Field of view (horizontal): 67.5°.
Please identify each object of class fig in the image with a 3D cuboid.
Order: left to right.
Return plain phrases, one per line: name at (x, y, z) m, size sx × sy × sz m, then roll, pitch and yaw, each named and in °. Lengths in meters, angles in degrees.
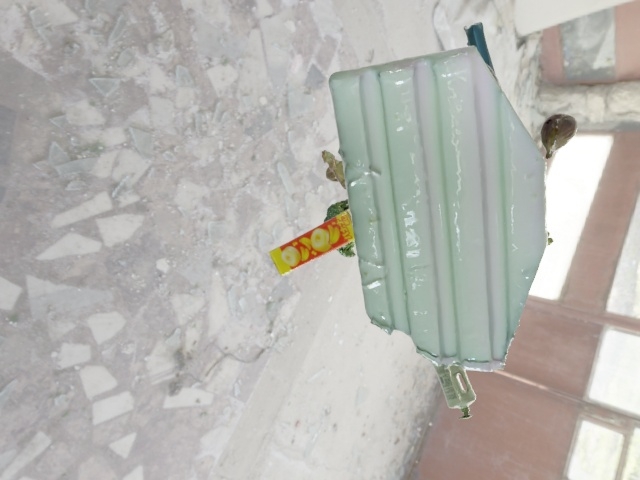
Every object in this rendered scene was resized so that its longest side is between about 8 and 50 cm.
fig at (0.800, -0.351, 1.620) m, size 0.103 × 0.109 × 0.155 m, roll -24°, pitch 124°, yaw -64°

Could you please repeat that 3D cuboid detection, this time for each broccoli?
broccoli at (0.145, -0.073, 2.091) m, size 0.254 × 0.269 × 0.269 m, roll 45°, pitch 65°, yaw -54°

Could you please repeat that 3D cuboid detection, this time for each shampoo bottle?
shampoo bottle at (0.526, 0.567, 1.850) m, size 0.087 × 0.118 × 0.234 m, roll 19°, pitch 49°, yaw -57°

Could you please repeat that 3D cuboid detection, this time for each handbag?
handbag at (0.567, -0.655, 1.702) m, size 0.179 × 0.062 × 0.229 m, roll -60°, pitch 131°, yaw -62°

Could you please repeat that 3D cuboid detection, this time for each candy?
candy at (0.000, 0.000, 1.408) m, size 0.088 × 0.276 × 0.146 m, roll 61°, pitch 22°, yaw -2°

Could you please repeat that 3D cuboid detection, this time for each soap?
soap at (0.184, -0.039, 0.697) m, size 0.156 × 0.261 × 0.446 m, roll -44°, pitch 127°, yaw -62°

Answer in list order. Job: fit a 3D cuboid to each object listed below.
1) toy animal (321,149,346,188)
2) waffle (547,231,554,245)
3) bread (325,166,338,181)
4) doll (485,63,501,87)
toy animal at (0.087, -0.261, 1.837) m, size 0.056 × 0.099 × 0.241 m, roll -34°, pitch 85°, yaw -17°
waffle at (0.603, -0.007, 1.537) m, size 0.204 × 0.223 × 0.054 m, roll 30°, pitch 44°, yaw -24°
bread at (0.070, -0.285, 2.048) m, size 0.082 × 0.113 × 0.060 m, roll -54°, pitch 127°, yaw -22°
doll at (0.239, -0.260, 0.973) m, size 0.228 × 0.258 × 0.154 m, roll 65°, pitch 8°, yaw 9°
